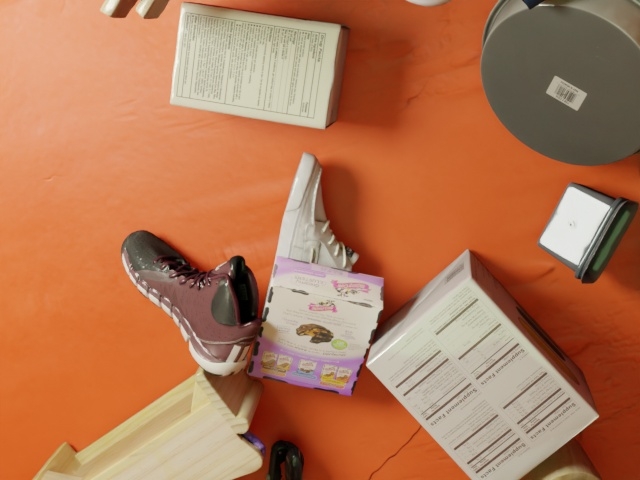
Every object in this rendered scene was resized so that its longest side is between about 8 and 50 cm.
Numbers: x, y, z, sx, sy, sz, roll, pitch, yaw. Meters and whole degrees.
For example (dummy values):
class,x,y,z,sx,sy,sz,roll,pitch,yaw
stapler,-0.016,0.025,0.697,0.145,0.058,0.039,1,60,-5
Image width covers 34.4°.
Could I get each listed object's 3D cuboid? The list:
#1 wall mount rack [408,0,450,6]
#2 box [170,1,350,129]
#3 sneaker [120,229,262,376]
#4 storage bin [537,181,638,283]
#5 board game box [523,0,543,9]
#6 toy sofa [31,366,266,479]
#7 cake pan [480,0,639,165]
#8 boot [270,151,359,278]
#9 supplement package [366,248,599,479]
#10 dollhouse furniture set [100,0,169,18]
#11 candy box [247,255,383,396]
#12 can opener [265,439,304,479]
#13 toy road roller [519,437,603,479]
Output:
class,x,y,z,sx,sy,sz,roll,pitch,yaw
wall mount rack,0.086,-0.477,1.318,0.304,0.130,0.350,3,61,-17
box,-0.085,-0.255,1.496,0.232,0.127,0.148,10,102,6
sneaker,-0.175,0.052,1.534,0.281,0.106,0.162,48,128,18
storage bin,0.385,-0.018,1.500,0.091,0.098,0.135,34,106,29
board game box,0.304,-0.400,1.353,0.165,0.243,0.042,-33,118,12
toy sofa,-0.255,0.334,1.626,0.363,0.150,0.177,-35,99,13
cake pan,0.341,-0.216,1.390,0.293,0.054,0.293,24,142,21
boot,0.000,0.000,1.562,0.123,0.095,0.258,13,111,-1
supplement package,0.231,0.187,1.500,0.198,0.199,0.262,-42,93,13
dollhouse furniture set,-0.293,-0.497,1.340,0.362,0.394,0.256,36,103,0
candy box,-0.008,0.129,1.532,0.165,0.070,0.196,13,130,-5
can opener,-0.062,0.405,1.661,0.059,0.073,0.186,7,111,-1
toy road roller,0.398,0.463,1.539,0.241,0.202,0.329,5,107,-5
